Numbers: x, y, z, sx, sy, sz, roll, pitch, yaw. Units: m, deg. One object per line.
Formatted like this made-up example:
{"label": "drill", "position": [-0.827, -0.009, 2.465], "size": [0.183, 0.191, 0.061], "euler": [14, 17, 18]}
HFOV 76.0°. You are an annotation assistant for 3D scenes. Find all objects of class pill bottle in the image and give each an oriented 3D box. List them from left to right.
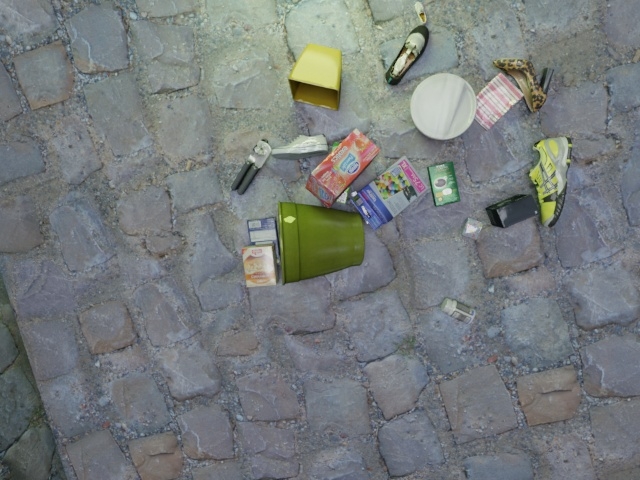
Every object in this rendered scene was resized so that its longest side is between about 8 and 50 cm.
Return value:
{"label": "pill bottle", "position": [0.630, 0.322, 1.881], "size": [0.137, 0.078, 0.078], "euler": [25, 99, 1]}

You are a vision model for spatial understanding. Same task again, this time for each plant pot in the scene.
{"label": "plant pot", "position": [-0.004, -0.704, 1.746], "size": [0.212, 0.212, 0.187], "euler": [14, 86, 3]}
{"label": "plant pot", "position": [0.000, 0.000, 1.784], "size": [0.353, 0.366, 0.366], "euler": [-4, 97, -7]}

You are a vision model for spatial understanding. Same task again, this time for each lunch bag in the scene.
{"label": "lunch bag", "position": [0.680, -0.054, 1.839], "size": [0.071, 0.053, 0.083], "euler": [19, 109, 4]}

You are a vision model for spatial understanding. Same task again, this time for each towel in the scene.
{"label": "towel", "position": [0.740, -0.591, 1.750], "size": [0.144, 0.029, 0.197], "euler": [44, 114, 0]}

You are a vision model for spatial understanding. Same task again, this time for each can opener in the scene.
{"label": "can opener", "position": [-0.311, -0.334, 1.880], "size": [0.074, 0.093, 0.280], "euler": [37, 108, 1]}

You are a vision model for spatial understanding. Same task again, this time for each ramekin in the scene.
{"label": "ramekin", "position": [0.513, -0.559, 1.748], "size": [0.273, 0.127, 0.272], "euler": [1, 97, 5]}

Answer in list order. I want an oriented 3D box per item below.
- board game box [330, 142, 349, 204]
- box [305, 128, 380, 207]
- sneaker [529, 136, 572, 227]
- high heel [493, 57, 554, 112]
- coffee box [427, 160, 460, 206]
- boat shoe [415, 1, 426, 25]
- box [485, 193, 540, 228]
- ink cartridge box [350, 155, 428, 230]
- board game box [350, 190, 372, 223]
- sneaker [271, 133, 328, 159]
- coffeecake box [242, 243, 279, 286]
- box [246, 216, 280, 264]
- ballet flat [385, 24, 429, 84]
{"label": "board game box", "position": [0.088, -0.305, 1.866], "size": [0.124, 0.039, 0.259], "euler": [15, 101, 2]}
{"label": "box", "position": [0.091, -0.300, 1.718], "size": [0.142, 0.154, 0.300], "euler": [42, 70, 1]}
{"label": "sneaker", "position": [0.976, -0.248, 1.762], "size": [0.147, 0.145, 0.384], "euler": [6, 96, 25]}
{"label": "high heel", "position": [0.835, -0.655, 1.724], "size": [0.262, 0.093, 0.186], "euler": [14, 99, -1]}
{"label": "coffee box", "position": [0.550, -0.252, 1.829], "size": [0.113, 0.040, 0.184], "euler": [-14, 97, 6]}
{"label": "boat shoe", "position": [0.429, -0.971, 1.746], "size": [0.035, 0.035, 0.100], "euler": [-15, 96, 7]}
{"label": "box", "position": [0.822, -0.128, 1.762], "size": [0.156, 0.158, 0.093], "euler": [-24, 95, 7]}
{"label": "ink cartridge box", "position": [0.304, -0.206, 1.792], "size": [0.311, 0.065, 0.185], "euler": [-39, 95, -11]}
{"label": "board game box", "position": [0.184, -0.150, 1.844], "size": [0.026, 0.103, 0.154], "euler": [-28, 95, 8]}
{"label": "sneaker", "position": [-0.095, -0.424, 1.850], "size": [0.258, 0.094, 0.091], "euler": [-6, 79, 2]}
{"label": "coffeecake box", "position": [-0.278, 0.115, 1.906], "size": [0.143, 0.068, 0.185], "euler": [-5, 99, 7]}
{"label": "box", "position": [-0.265, 0.007, 1.939], "size": [0.137, 0.036, 0.225], "euler": [-5, 98, 6]}
{"label": "ballet flat", "position": [0.378, -0.793, 1.744], "size": [0.095, 0.096, 0.280], "euler": [31, 99, 1]}
